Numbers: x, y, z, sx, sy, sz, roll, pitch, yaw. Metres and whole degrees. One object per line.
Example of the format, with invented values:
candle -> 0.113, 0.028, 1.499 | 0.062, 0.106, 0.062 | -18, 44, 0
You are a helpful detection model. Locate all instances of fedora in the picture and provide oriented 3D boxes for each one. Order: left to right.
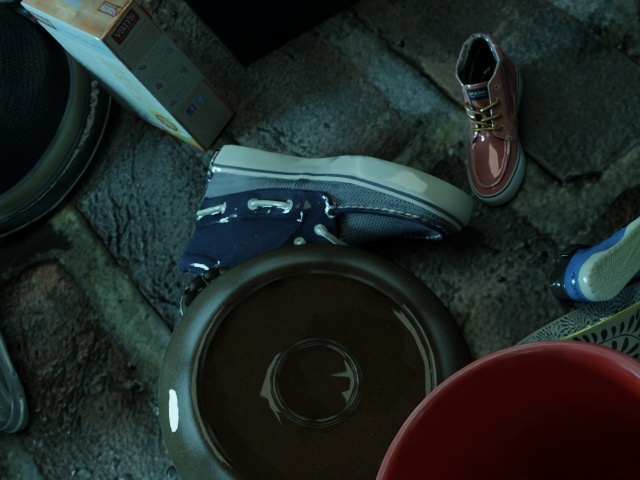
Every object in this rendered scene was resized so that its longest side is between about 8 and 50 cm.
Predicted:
fedora -> -0.417, -0.172, 2.118 | 0.334, 0.152, 0.334 | -8, 68, 19

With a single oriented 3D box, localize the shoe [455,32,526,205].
shoe -> 0.172, -0.128, 1.810 | 0.063, 0.081, 0.178 | -10, 57, 26

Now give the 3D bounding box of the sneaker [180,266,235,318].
sneaker -> -0.040, 0.162, 1.754 | 0.107, 0.124, 0.283 | -27, 72, -10

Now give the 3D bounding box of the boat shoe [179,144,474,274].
boat shoe -> 0.000, 0.000, 1.820 | 0.340, 0.127, 0.158 | 8, 72, 43

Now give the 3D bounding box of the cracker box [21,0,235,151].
cracker box -> -0.218, -0.210, 2.000 | 0.155, 0.232, 0.067 | 28, 78, 40

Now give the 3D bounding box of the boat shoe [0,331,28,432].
boat shoe -> -0.424, 0.104, 2.026 | 0.118, 0.103, 0.320 | -54, 40, 17

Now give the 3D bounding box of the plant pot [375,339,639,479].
plant pot -> 0.214, 0.251, 1.434 | 0.275, 0.243, 0.275 | -15, 55, 23

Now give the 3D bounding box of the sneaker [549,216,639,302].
sneaker -> 0.282, 0.014, 1.657 | 0.152, 0.058, 0.084 | -34, 13, -29

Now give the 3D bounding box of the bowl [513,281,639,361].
bowl -> 0.264, 0.101, 1.586 | 0.170, 0.170, 0.080 | -27, 91, 14

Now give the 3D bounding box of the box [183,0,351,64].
box -> -0.028, -0.439, 2.067 | 0.343, 0.179, 0.312 | -28, 50, 13

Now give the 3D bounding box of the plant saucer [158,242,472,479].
plant saucer -> -0.003, 0.142, 1.670 | 0.310, 0.050, 0.311 | 0, 71, 1
